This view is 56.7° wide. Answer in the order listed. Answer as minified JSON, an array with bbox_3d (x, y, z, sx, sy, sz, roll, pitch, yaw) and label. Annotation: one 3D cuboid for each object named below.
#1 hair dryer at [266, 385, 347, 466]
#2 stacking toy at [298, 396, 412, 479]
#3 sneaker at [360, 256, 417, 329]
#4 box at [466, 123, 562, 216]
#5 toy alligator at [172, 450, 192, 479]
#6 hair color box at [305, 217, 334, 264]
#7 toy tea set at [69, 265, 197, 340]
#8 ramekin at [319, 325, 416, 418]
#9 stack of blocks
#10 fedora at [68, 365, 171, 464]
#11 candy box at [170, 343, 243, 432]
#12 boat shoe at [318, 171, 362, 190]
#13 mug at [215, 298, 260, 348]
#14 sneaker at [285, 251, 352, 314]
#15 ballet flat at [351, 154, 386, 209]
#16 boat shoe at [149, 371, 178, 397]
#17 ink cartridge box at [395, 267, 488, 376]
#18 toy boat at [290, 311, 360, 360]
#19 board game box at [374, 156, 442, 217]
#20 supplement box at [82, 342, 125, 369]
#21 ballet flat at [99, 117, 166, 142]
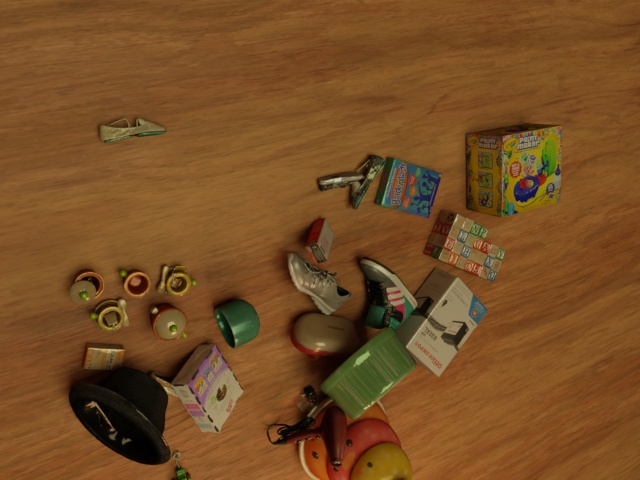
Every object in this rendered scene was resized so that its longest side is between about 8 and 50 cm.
[{"bbox_3d":[-0.015,0.611,1.870,0.223,0.293,0.080,-47,128,-15],"label":"hair dryer"},{"bbox_3d":[0.176,0.719,1.887,0.351,0.480,0.350,-8,106,-28],"label":"stacking toy"},{"bbox_3d":[0.192,0.201,1.976,0.295,0.124,0.178,46,69,-31],"label":"sneaker"},{"bbox_3d":[0.681,-0.255,2.095,0.290,0.177,0.279,-14,108,-26],"label":"box"},{"bbox_3d":[-0.419,0.734,1.806,0.056,0.051,0.189,-15,110,-26],"label":"toy alligator"},{"bbox_3d":[0.000,0.000,1.804,0.043,0.141,0.072,-18,119,22],"label":"hair color box"},{"bbox_3d":[-0.490,0.169,1.575,0.336,0.124,0.200,4,101,-30],"label":"toy tea set"},{"bbox_3d":[0.158,0.425,1.876,0.303,0.303,0.148,-37,75,-16],"label":"ramekin"},{"bbox_3d":[0.530,0.022,2.133,0.297,0.087,0.171,22,91,-32],"label":"stack of blocks"},{"bbox_3d":[-0.504,0.454,1.596,0.334,0.334,0.152,58,41,-27],"label":"fedora"},{"bbox_3d":[-0.324,0.428,1.721,0.196,0.070,0.165,66,32,-25],"label":"candy box"},{"bbox_3d":[0.061,-0.182,1.835,0.142,0.049,0.040,-9,118,-11],"label":"boat shoe"},{"bbox_3d":[-0.241,0.240,1.745,0.097,0.158,0.129,-23,89,-25],"label":"mug"},{"bbox_3d":[-0.007,0.114,1.831,0.115,0.105,0.281,-31,132,14],"label":"sneaker"},{"bbox_3d":[0.134,-0.190,1.878,0.070,0.070,0.188,35,83,-32],"label":"ballet flat"},{"bbox_3d":[-0.418,0.414,1.716,0.170,0.063,0.059,15,101,-31],"label":"boat shoe"},{"bbox_3d":[0.416,0.292,2.115,0.307,0.129,0.223,-51,121,-8],"label":"ink cartridge box"},{"bbox_3d":[0.004,0.328,1.905,0.231,0.151,0.151,14,125,-31],"label":"toy boat"},{"bbox_3d":[0.293,-0.173,1.972,0.210,0.047,0.160,11,97,-30],"label":"board game box"},{"bbox_3d":[-0.588,0.316,1.610,0.098,0.036,0.062,9,99,-31],"label":"supplement box"},{"bbox_3d":[-0.475,-0.286,1.507,0.168,0.057,0.052,-15,100,-26],"label":"ballet flat"}]
